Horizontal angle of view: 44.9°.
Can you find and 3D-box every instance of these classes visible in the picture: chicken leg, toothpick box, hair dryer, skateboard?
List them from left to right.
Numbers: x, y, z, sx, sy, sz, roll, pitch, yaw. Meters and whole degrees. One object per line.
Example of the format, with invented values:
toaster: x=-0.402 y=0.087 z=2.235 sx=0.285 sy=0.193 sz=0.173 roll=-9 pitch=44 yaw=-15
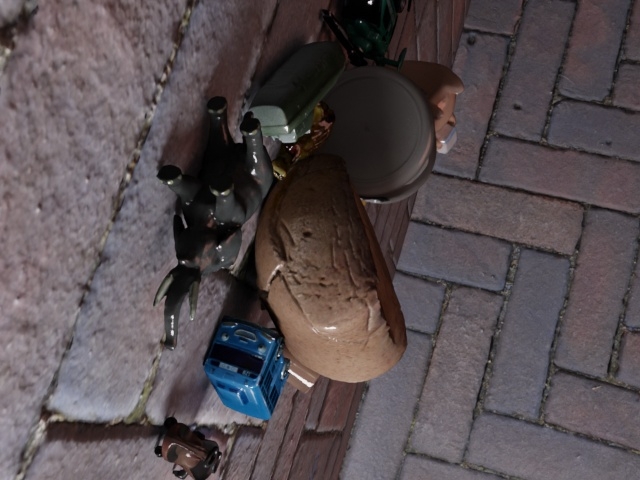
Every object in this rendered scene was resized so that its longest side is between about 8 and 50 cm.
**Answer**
skateboard: x=-0.159 y=0.274 z=0.989 sx=0.151 sy=0.080 sz=0.067 roll=74 pitch=38 yaw=-63
hair dryer: x=-0.080 y=0.233 z=1.320 sx=0.181 sy=0.117 sz=0.064 roll=-53 pitch=-178 yaw=40
chicken leg: x=-0.034 y=-0.153 z=1.118 sx=0.178 sy=0.070 sz=0.093 roll=-60 pitch=139 yaw=-41
toothpick box: x=0.109 y=-0.179 z=1.364 sx=0.316 sy=0.229 sz=0.229 roll=7 pitch=97 yaw=-79

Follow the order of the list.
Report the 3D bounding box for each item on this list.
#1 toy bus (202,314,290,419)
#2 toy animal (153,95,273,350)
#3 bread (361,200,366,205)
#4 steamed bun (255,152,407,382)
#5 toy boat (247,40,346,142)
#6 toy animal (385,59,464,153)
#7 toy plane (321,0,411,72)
toy bus: x=-0.104 y=0.188 z=1.121 sx=0.184 sy=0.090 sz=0.106 roll=83 pitch=28 yaw=-62
toy animal: x=-0.118 y=-0.030 z=0.815 sx=0.137 sy=0.082 sz=0.269 roll=83 pitch=24 yaw=-58
bread: x=0.063 y=-0.095 z=1.597 sx=0.053 sy=0.072 sz=0.106 roll=91 pitch=20 yaw=-49
steamed bun: x=-0.006 y=0.047 z=1.142 sx=0.251 sy=0.199 sz=0.301 roll=61 pitch=12 yaw=-54
toy boat: x=-0.022 y=-0.207 z=1.056 sx=0.260 sy=0.078 sz=0.085 roll=-60 pitch=143 yaw=-50
toy animal: x=0.190 y=-0.264 z=1.634 sx=0.195 sy=0.213 sz=0.256 roll=-54 pitch=158 yaw=-21
toy plane: x=0.089 y=-0.362 z=1.356 sx=0.382 sy=0.106 sz=0.155 roll=41 pitch=70 yaw=-78
